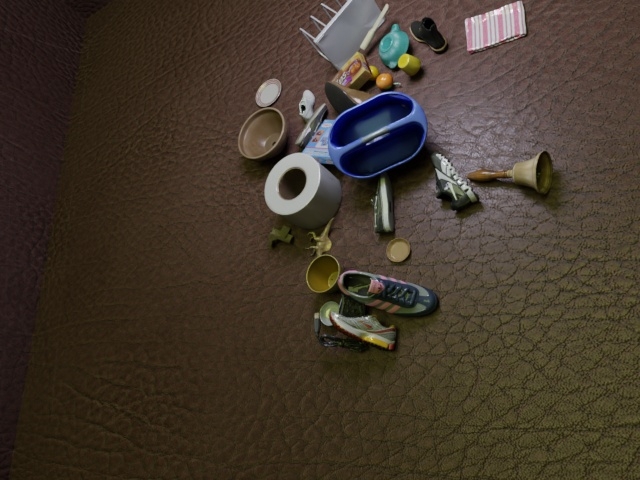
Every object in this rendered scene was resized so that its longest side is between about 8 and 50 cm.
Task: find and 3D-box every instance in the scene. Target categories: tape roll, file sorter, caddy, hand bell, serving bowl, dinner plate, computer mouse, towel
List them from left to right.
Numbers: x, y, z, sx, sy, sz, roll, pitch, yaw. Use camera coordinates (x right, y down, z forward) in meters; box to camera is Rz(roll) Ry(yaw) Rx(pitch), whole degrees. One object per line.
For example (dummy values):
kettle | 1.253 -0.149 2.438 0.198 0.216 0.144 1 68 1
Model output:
dinner plate | -0.233 -0.665 2.180 0.141 0.017 0.141 -11 67 28
tape roll | -0.063 -0.180 1.800 0.246 0.169 0.246 -12 66 28
serving bowl | 0.040 0.253 1.660 0.083 0.027 0.083 -11 67 29
file sorter | 0.081 -0.879 1.958 0.277 0.193 0.173 -47 52 9
computer mouse | 0.072 0.234 1.606 0.184 0.060 0.262 1 79 5
caddy | 0.193 -0.352 1.636 0.341 0.179 0.241 -24 93 15
towel | 0.606 -0.741 1.675 0.197 0.029 0.144 -10 68 29
hand bell | 0.562 -0.203 1.473 0.242 0.126 0.126 6 75 46

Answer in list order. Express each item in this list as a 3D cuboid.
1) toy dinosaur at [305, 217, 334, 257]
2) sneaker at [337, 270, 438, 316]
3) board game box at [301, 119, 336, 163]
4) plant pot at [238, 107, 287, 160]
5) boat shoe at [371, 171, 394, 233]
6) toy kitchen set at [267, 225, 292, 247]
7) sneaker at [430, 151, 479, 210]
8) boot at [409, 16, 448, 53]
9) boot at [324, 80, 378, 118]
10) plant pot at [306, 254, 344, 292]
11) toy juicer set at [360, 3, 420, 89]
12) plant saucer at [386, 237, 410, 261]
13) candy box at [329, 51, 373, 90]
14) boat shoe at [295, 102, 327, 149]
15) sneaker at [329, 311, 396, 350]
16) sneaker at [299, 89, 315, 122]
toy dinosaur | 0.000 0.000 1.777 0.093 0.053 0.183 14 88 19
sneaker | 0.202 0.165 1.493 0.319 0.131 0.112 8 77 16
board game box | 0.038 -0.381 1.848 0.160 0.039 0.211 11 58 35
plant pot | -0.222 -0.429 2.029 0.237 0.110 0.237 -11 68 28
boat shoe | 0.209 -0.131 1.667 0.070 0.078 0.219 -9 69 28
toy kitchen set | -0.152 -0.009 1.883 0.083 0.075 0.068 21 41 4
sneaker | 0.405 -0.190 1.565 0.106 0.078 0.234 -37 59 13
boot | 0.381 -0.784 1.765 0.077 0.137 0.198 -46 54 9
boot | 0.144 -0.523 1.827 0.115 0.112 0.305 -39 64 -23
plant pot | 0.032 0.127 1.667 0.134 0.095 0.134 -15 62 30
toy juicer set | 0.254 -0.719 1.865 0.209 0.089 0.329 -38 56 37
plant saucer | 0.262 0.033 1.610 0.083 0.015 0.083 -12 66 29
candy box | 0.113 -0.633 1.898 0.187 0.053 0.109 -36 56 36
boat shoe | -0.024 -0.460 1.958 0.206 0.065 0.075 -58 17 -5
sneaker | 0.134 0.272 1.529 0.225 0.088 0.092 22 73 0
sneaker | -0.058 -0.569 2.009 0.054 0.061 0.152 -14 64 29
